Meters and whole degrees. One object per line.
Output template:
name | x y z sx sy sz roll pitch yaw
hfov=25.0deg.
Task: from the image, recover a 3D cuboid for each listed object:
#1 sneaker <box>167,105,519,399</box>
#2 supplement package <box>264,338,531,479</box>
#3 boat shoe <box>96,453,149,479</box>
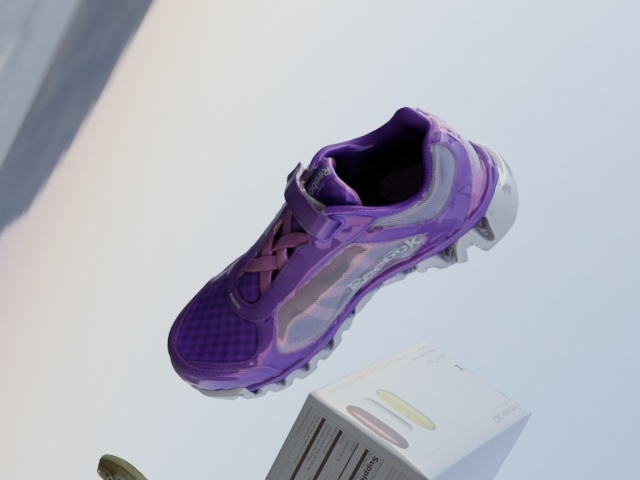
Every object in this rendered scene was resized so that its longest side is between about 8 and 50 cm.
sneaker | 0.000 0.000 0.853 0.236 0.104 0.095 -35 -124 4
supplement package | 0.065 0.242 1.446 0.262 0.145 0.204 -17 137 -61
boat shoe | -0.204 0.293 1.605 0.048 0.153 0.056 -42 147 -23
